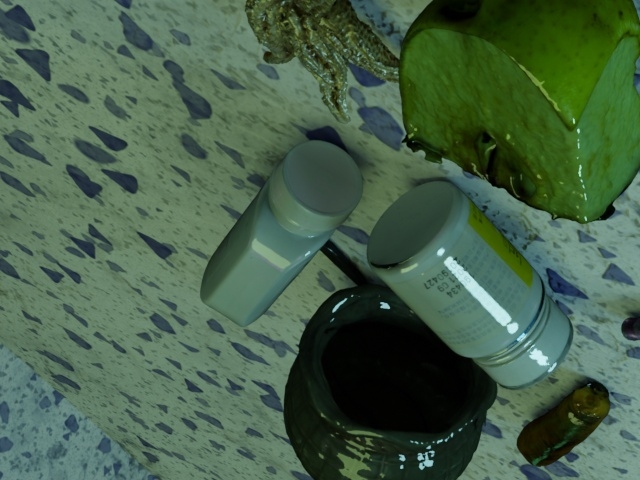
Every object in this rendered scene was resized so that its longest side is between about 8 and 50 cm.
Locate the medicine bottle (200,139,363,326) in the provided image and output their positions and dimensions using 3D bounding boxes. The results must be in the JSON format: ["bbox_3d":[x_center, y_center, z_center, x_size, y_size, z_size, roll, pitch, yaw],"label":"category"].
[{"bbox_3d":[-0.049,-0.012,2.062,0.111,0.161,0.296,32,145,-4],"label":"medicine bottle"}]

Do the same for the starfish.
[{"bbox_3d":[0.002,-0.228,1.680,0.301,0.084,0.293,20,159,33],"label":"starfish"}]

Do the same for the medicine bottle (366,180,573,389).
[{"bbox_3d":[0.182,0.059,1.955,0.143,0.143,0.258,-1,140,52],"label":"medicine bottle"}]

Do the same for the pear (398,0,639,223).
[{"bbox_3d":[0.180,-0.171,1.488,0.238,0.164,0.255,28,154,34],"label":"pear"}]

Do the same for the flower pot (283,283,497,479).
[{"bbox_3d":[0.094,0.202,2.215,0.301,0.302,0.213,27,144,9],"label":"flower pot"}]

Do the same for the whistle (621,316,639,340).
[{"bbox_3d":[0.419,0.102,1.893,0.033,0.033,0.176,43,155,-25],"label":"whistle"}]

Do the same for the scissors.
[{"bbox_3d":[0.000,0.000,2.226,0.088,0.017,0.220,0,143,47],"label":"scissors"}]

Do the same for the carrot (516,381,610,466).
[{"bbox_3d":[0.337,0.256,2.267,0.070,0.070,0.260,30,156,2],"label":"carrot"}]
